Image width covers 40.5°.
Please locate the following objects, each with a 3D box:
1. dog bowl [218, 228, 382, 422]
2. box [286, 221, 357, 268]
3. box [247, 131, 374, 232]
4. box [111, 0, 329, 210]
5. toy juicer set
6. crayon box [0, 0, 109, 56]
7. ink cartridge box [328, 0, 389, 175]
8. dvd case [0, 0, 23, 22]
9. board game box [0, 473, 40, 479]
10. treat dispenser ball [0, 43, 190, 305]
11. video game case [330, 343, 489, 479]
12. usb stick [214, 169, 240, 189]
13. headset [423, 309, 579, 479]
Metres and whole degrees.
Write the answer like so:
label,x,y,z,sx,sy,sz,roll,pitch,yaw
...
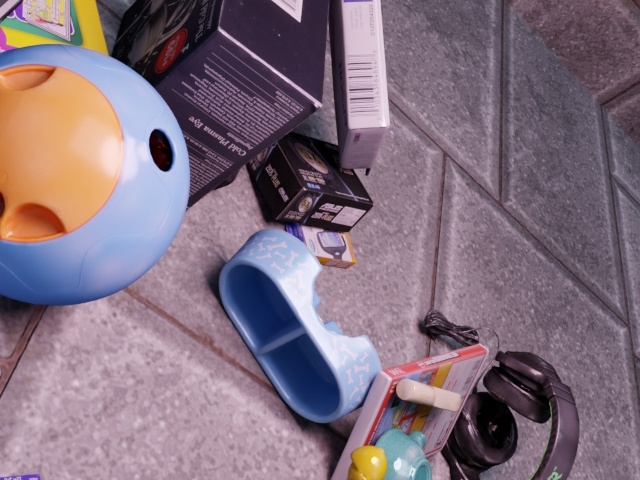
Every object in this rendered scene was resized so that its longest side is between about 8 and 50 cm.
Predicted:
label,x,y,z,sx,sy,sz,roll,pitch,yaw
dog bowl,-0.036,0.129,1.233,0.074,0.166,0.297,-34,92,-44
box,0.000,0.000,1.480,0.136,0.028,0.081,12,55,-47
box,-0.018,-0.101,1.465,0.180,0.077,0.147,10,42,-46
box,-0.157,-0.268,1.252,0.179,0.312,0.343,32,42,-30
toy juicer set,0.090,0.311,1.202,0.209,0.089,0.329,54,50,-44
crayon box,-0.469,-0.333,1.108,0.363,0.106,0.313,5,59,-47
ink cartridge box,0.051,-0.292,1.405,0.071,0.330,0.324,-4,81,-4
dvd case,-0.457,-0.279,0.965,0.179,0.029,0.238,41,40,-19
board game box,-0.332,0.333,0.813,0.160,0.047,0.210,9,59,-47
treat dispenser ball,-0.291,-0.071,0.963,0.288,0.288,0.288,30,44,-33
video game case,0.141,0.265,1.318,0.025,0.204,0.285,34,22,32
usb stick,-0.129,-0.175,1.417,0.045,0.077,0.278,49,35,-23
headset,0.280,0.270,1.452,0.185,0.243,0.394,28,26,-22
